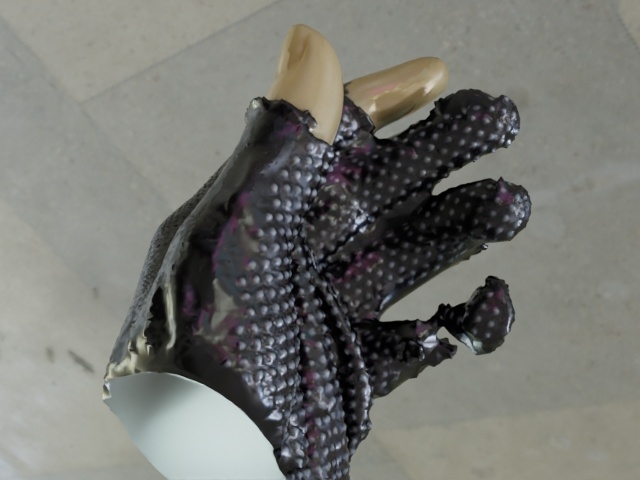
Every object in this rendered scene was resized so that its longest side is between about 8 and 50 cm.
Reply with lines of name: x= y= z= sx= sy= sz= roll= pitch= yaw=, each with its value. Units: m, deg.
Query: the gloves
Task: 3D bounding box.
gloves: x=0.000 y=0.002 z=0.399 sx=0.129 sy=0.181 sz=0.106 roll=42 pitch=145 yaw=-18
